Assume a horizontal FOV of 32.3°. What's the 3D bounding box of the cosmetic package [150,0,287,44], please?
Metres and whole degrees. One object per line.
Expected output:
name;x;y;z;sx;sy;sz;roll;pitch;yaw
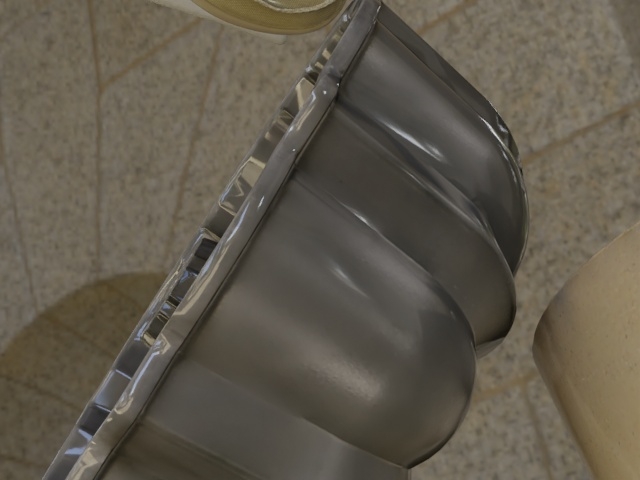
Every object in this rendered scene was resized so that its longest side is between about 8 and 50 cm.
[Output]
cosmetic package;-0.215;-0.356;0.957;0.453;0.161;0.230;16;-75;-20

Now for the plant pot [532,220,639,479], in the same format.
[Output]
plant pot;0.238;0.129;0.398;0.256;0.274;0.256;-9;-30;-5

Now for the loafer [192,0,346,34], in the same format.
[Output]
loafer;-0.085;-0.239;0.789;0.268;0.102;0.092;28;-15;-22

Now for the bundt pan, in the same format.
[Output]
bundt pan;-0.018;0.052;0.513;0.124;0.331;0.331;32;-39;-7
